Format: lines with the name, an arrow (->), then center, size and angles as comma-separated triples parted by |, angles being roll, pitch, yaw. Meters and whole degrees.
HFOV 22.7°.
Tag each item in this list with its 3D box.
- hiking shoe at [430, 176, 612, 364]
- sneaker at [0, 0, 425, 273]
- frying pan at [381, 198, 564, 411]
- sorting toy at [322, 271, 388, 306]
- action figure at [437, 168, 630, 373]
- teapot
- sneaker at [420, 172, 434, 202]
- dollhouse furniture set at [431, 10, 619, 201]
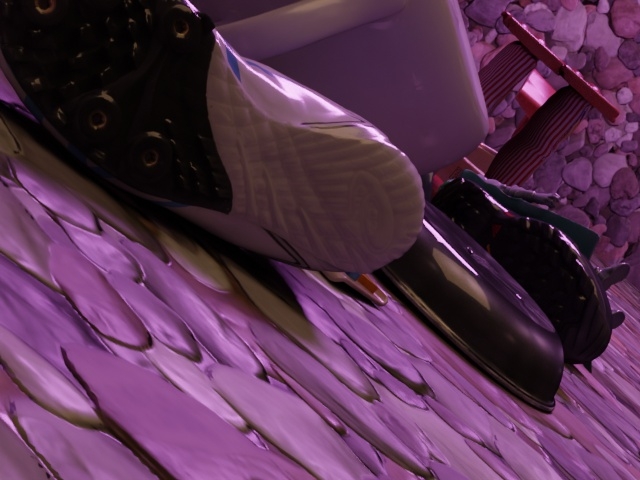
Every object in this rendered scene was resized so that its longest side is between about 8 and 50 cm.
hiking shoe -> 0.173, 0.030, 1.254 | 0.114, 0.086, 0.227 | 31, 12, -38
sneaker -> -0.053, -0.048, 0.687 | 0.086, 0.085, 0.237 | 12, -14, 47
frying pan -> 0.065, -0.003, 1.085 | 0.197, 0.053, 0.326 | 36, 13, -39
sorting toy -> 0.000, 0.000, 0.864 | 0.083, 0.012, 0.062 | 47, 10, 30
action figure -> 0.176, 0.000, 1.399 | 0.064, 0.137, 0.232 | -17, 36, -28
teapot -> -0.014, -0.138, 0.965 | 0.256, 0.187, 0.252 | 63, 13, -55
sneaker -> 0.044, -0.070, 1.316 | 0.082, 0.069, 0.209 | 6, 27, -11
dollhouse furniture set -> 0.189, -0.133, 1.776 | 0.152, 0.201, 0.374 | 41, 9, -4
